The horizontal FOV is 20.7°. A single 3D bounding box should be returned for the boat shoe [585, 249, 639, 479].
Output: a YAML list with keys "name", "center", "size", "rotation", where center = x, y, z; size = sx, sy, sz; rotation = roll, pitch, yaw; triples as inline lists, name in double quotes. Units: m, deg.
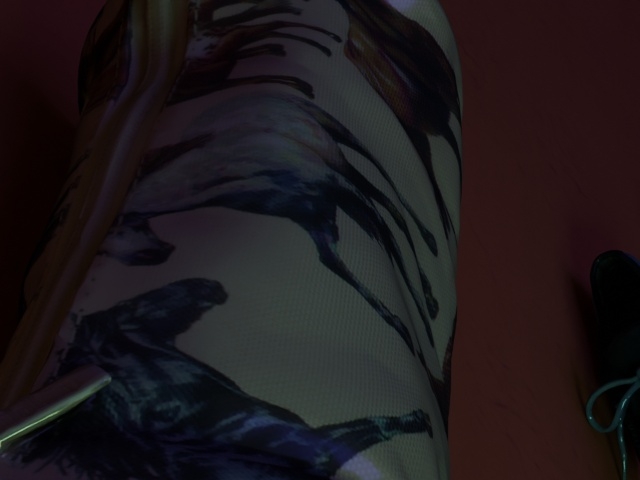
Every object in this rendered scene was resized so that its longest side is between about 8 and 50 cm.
- name: "boat shoe"
  center: [0.212, 0.091, 1.124]
  size: [0.089, 0.109, 0.258]
  rotation: [42, 11, -19]

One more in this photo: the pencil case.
- name: "pencil case"
  center: [-0.035, 0.033, 0.584]
  size: [0.410, 0.160, 0.183]
  rotation: [-82, 150, -56]
